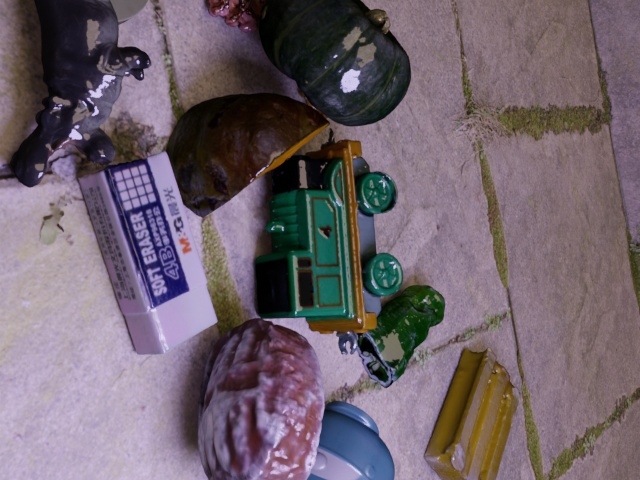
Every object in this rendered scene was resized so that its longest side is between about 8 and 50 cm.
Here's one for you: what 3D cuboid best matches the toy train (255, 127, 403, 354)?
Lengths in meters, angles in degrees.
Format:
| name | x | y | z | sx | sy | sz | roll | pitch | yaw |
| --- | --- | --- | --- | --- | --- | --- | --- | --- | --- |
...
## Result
| name | x | y | z | sx | sy | sz | roll | pitch | yaw |
| --- | --- | --- | --- | --- | --- | --- | --- | --- | --- |
| toy train | 0.000 | 0.000 | 1.369 | 0.249 | 0.178 | 0.429 | -1 | 83 | -36 |

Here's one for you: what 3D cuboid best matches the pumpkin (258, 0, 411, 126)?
| name | x | y | z | sx | sy | sz | roll | pitch | yaw |
| --- | --- | --- | --- | --- | --- | --- | --- | --- | --- |
| pumpkin | 0.032 | -0.349 | 1.337 | 0.300 | 0.207 | 0.300 | 38 | 23 | -19 |

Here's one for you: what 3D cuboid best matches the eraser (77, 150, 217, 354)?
| name | x | y | z | sx | sy | sz | roll | pitch | yaw |
| --- | --- | --- | --- | --- | --- | --- | --- | --- | --- |
| eraser | -0.258 | 0.019 | 1.130 | 0.130 | 0.086 | 0.287 | -27 | 104 | -48 |

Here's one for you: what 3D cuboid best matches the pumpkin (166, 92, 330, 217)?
| name | x | y | z | sx | sy | sz | roll | pitch | yaw |
| --- | --- | --- | --- | --- | --- | --- | --- | --- | --- |
| pumpkin | -0.120 | -0.194 | 1.241 | 0.312 | 0.148 | 0.169 | -40 | 97 | -35 |

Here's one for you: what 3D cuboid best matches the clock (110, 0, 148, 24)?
| name | x | y | z | sx | sy | sz | roll | pitch | yaw |
| --- | --- | --- | --- | --- | --- | --- | --- | --- | --- |
| clock | -0.361 | -0.447 | 1.140 | 0.235 | 0.029 | 0.235 | 13 | 72 | -47 |

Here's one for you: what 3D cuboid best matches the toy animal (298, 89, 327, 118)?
| name | x | y | z | sx | sy | sz | roll | pitch | yaw |
| --- | --- | --- | --- | --- | --- | --- | --- | --- | --- |
| toy animal | -0.003 | -0.286 | 1.479 | 0.060 | 0.081 | 0.083 | -59 | 144 | -40 |

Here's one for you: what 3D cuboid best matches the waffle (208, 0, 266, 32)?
| name | x | y | z | sx | sy | sz | roll | pitch | yaw |
| --- | --- | --- | --- | --- | --- | --- | --- | --- | --- |
| waffle | -0.144 | -0.502 | 1.370 | 0.221 | 0.055 | 0.234 | -14 | 99 | -51 |

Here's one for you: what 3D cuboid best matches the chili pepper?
| name | x | y | z | sx | sy | sz | roll | pitch | yaw |
| --- | --- | --- | --- | --- | --- | --- | --- | --- | --- |
| chili pepper | 0.185 | 0.181 | 1.595 | 0.136 | 0.099 | 0.270 | 51 | 52 | 3 |

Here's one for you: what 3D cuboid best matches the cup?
| name | x | y | z | sx | sy | sz | roll | pitch | yaw |
| --- | --- | --- | --- | --- | --- | --- | --- | --- | --- |
| cup | -0.002 | 0.454 | 1.273 | 0.258 | 0.219 | 0.290 | -53 | 151 | -39 |

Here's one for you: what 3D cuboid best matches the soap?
| name | x | y | z | sx | sy | sz | roll | pitch | yaw |
| --- | --- | --- | --- | --- | --- | --- | --- | --- | --- |
| soap | 0.367 | 0.435 | 1.759 | 0.199 | 0.091 | 0.315 | 51 | 51 | -29 |

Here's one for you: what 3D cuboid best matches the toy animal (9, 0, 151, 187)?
| name | x | y | z | sx | sy | sz | roll | pitch | yaw |
| --- | --- | --- | --- | --- | --- | --- | --- | --- | --- |
| toy animal | -0.328 | -0.236 | 1.037 | 0.168 | 0.106 | 0.343 | 7 | 85 | -23 |

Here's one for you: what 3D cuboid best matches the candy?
| name | x | y | z | sx | sy | sz | roll | pitch | yaw |
| --- | --- | --- | --- | --- | --- | --- | --- | --- | --- |
| candy | -0.100 | 0.259 | 1.159 | 0.157 | 0.214 | 0.290 | 30 | 38 | -38 |
